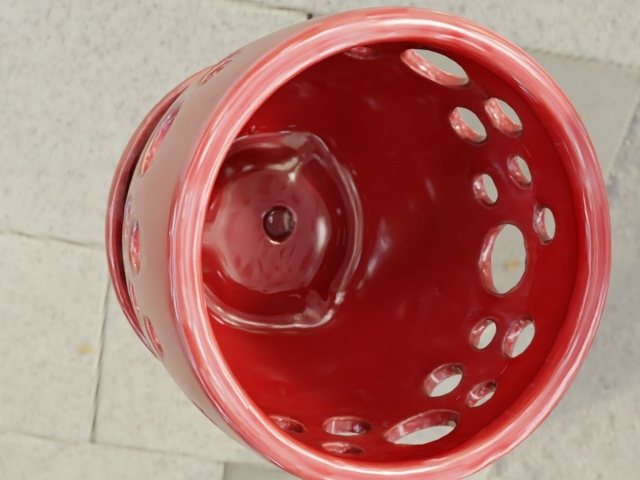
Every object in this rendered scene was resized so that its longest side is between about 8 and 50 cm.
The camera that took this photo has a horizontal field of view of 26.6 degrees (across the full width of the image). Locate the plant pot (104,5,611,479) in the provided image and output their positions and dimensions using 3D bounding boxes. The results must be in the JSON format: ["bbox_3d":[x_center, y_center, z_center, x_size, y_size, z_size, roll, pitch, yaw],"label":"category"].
[{"bbox_3d":[0.000,0.000,0.591,0.191,0.174,0.191,-2,94,-25],"label":"plant pot"}]
